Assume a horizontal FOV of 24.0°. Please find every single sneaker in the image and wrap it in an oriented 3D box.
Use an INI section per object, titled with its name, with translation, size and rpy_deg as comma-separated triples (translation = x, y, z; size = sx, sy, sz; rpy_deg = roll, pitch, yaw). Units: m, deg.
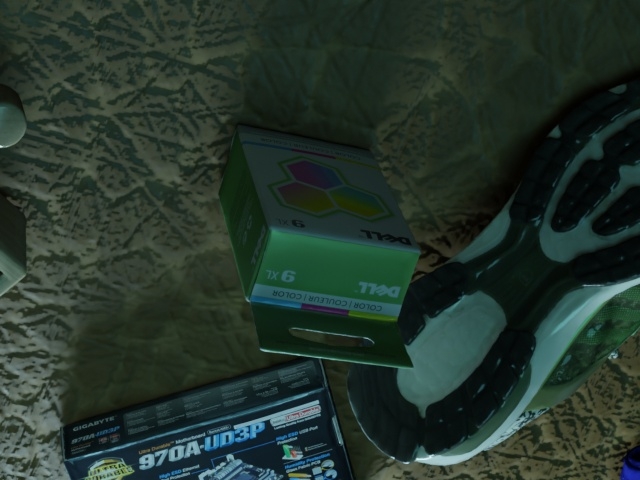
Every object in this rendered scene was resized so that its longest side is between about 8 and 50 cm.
[sneaker]
translation = 0.211, 0.025, 1.173
size = 0.410, 0.158, 0.182
rpy_deg = -40, 151, 10

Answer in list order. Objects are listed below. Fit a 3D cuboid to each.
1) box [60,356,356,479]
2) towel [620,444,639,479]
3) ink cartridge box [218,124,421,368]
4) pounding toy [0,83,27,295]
[box]
translation = -0.083, 0.202, 1.234
size = 0.220, 0.051, 0.175
rpy_deg = -16, 122, -2
[towel]
translation = 0.375, 0.316, 1.383
size = 0.228, 0.076, 0.308
rpy_deg = -4, 121, -9
[ink cartridge box]
translation = 0.000, 0.000, 1.040
size = 0.109, 0.209, 0.062
rpy_deg = 10, 118, -17
[pounding toy]
translation = -0.279, -0.042, 1.024
size = 0.206, 0.094, 0.181
rpy_deg = -38, 121, 11
